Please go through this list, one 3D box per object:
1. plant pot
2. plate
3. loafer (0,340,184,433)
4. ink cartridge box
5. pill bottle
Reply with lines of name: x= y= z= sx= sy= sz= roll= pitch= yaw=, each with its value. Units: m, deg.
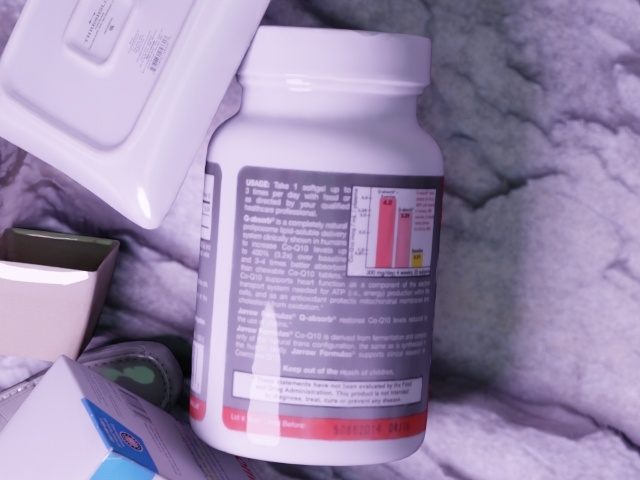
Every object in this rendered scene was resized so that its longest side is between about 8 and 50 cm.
plant pot: x=-0.248 y=0.053 z=1.731 sx=0.109 sy=0.109 sz=0.096 roll=7 pitch=105 yaw=4
plate: x=-0.178 y=-0.184 z=1.658 sx=0.278 sy=0.045 sz=0.277 roll=31 pitch=96 yaw=40
loafer: x=-0.273 y=0.188 z=1.733 sx=0.319 sy=0.111 sz=0.112 roll=-29 pitch=91 yaw=6
ink cartridge box: x=-0.164 y=0.248 z=1.653 sx=0.232 sy=0.171 sz=0.168 roll=33 pitch=98 yaw=-32
pill bottle: x=0.000 y=0.000 z=1.650 sx=0.210 sy=0.210 sz=0.363 roll=5 pitch=94 yaw=4
